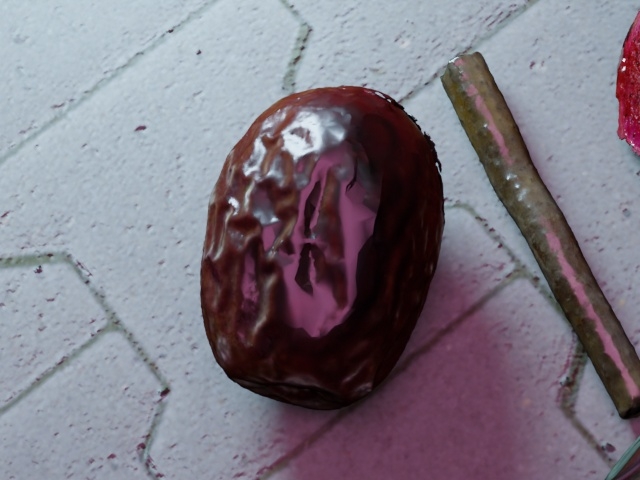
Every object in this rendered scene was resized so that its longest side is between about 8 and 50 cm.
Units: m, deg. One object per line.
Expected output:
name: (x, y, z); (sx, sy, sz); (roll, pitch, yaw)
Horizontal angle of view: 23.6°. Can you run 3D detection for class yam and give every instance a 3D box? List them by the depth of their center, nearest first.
yam: (0.180, -0.007, 1.226); (0.045, 0.045, 0.327); (-8, 65, -41)

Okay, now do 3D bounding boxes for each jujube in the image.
jujube: (0.000, 0.000, 1.175); (0.183, 0.183, 0.243); (11, 71, 10)

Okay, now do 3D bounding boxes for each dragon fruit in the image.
dragon fruit: (0.316, -0.133, 1.221); (0.110, 0.153, 0.153); (7, 68, -23)

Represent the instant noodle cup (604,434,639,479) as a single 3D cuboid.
instant noodle cup: (0.337, 0.153, 1.065); (0.235, 0.235, 0.178); (-42, 81, -9)
